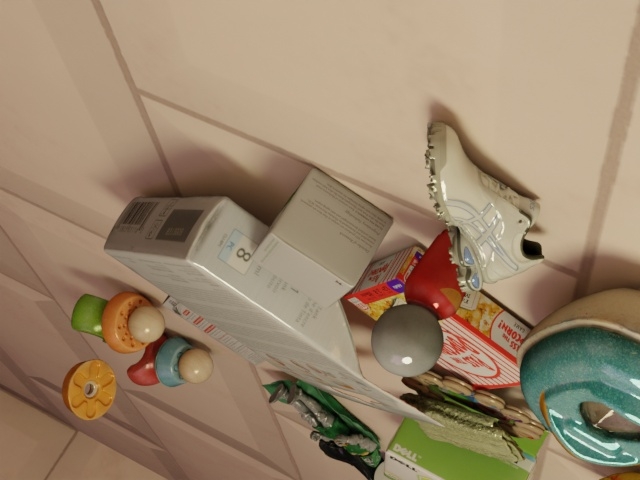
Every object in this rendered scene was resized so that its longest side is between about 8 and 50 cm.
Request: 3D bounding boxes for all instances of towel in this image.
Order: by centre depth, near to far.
[{"bbox_3d":[0.172,0.231,1.352,0.148,0.027,0.110,14,157,36],"label":"towel"}]

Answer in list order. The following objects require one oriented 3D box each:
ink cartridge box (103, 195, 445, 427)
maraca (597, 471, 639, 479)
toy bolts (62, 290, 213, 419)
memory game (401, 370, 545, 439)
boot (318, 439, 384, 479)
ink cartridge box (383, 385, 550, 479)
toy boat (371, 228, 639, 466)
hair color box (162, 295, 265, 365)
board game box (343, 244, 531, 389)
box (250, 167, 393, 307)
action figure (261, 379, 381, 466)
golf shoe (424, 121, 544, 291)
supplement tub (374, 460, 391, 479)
[{"bbox_3d":[-0.048,0.082,1.340,0.385,0.091,0.308,35,165,-24],"label":"ink cartridge box"},{"bbox_3d":[0.391,0.324,1.304,0.186,0.099,0.127,-4,156,15],"label":"maraca"},{"bbox_3d":[-0.294,0.209,1.843,0.159,0.218,0.228,3,164,39],"label":"toy bolts"},{"bbox_3d":[0.179,0.196,1.312,0.186,0.012,0.186,23,165,7],"label":"memory game"},{"bbox_3d":[0.056,0.381,1.929,0.099,0.045,0.121,5,139,44],"label":"boot"},{"bbox_3d":[0.188,0.287,1.483,0.189,0.097,0.255,26,158,14],"label":"ink cartridge box"},{"bbox_3d":[0.210,0.118,1.018,0.318,0.148,0.267,28,158,8],"label":"toy boat"},{"bbox_3d":[-0.139,0.110,1.589,0.167,0.053,0.093,33,160,-8],"label":"hair color box"},{"bbox_3d":[0.137,0.088,1.185,0.193,0.045,0.147,35,160,-10],"label":"board game box"},{"bbox_3d":[0.000,0.000,1.120,0.102,0.087,0.101,33,158,-5],"label":"box"},{"bbox_3d":[0.021,0.301,1.788,0.232,0.063,0.137,39,154,-28],"label":"action figure"},{"bbox_3d":[0.138,-0.035,0.926,0.086,0.069,0.176,-13,133,15],"label":"golf shoe"},{"bbox_3d":[0.134,0.420,1.875,0.071,0.071,0.107,20,155,26],"label":"supplement tub"}]
